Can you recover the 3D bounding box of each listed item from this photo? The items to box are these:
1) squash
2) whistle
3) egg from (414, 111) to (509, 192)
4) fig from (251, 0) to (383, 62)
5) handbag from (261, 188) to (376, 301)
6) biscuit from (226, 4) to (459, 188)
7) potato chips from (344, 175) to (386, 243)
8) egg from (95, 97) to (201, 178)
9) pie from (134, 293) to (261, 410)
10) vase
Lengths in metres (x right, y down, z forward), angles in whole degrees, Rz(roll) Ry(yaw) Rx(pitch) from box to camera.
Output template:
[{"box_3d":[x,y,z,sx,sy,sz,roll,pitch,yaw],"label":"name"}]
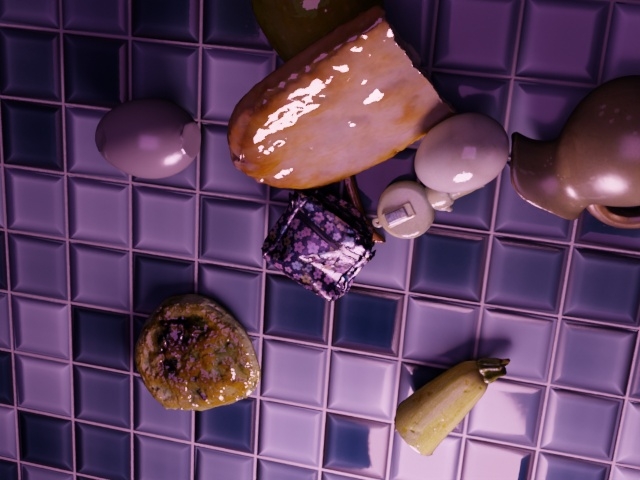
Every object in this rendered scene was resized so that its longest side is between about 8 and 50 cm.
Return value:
[{"box_3d":[0.292,0.336,2.061,0.137,0.137,0.287,40,102,-1],"label":"squash"},{"box_3d":[0.224,-0.083,1.948,0.258,0.067,0.126,-24,99,19],"label":"whistle"},{"box_3d":[0.276,-0.171,1.828,0.209,0.151,0.151,-22,102,44],"label":"egg"},{"box_3d":[0.008,-0.442,1.788,0.258,0.258,0.326,-12,117,19],"label":"fig"},{"box_3d":[0.000,0.000,2.000,0.229,0.127,0.207,35,116,-1],"label":"handbag"},{"box_3d":[0.035,-0.243,1.787,0.446,0.429,0.104,-30,65,23],"label":"biscuit"},{"box_3d":[0.086,-0.080,2.008,0.037,0.026,0.203,-22,101,16],"label":"potato chips"},{"box_3d":[-0.379,-0.223,2.001,0.232,0.176,0.176,8,110,14],"label":"egg"},{"box_3d":[-0.302,0.274,2.211,0.323,0.070,0.323,4,108,14],"label":"pie"},{"box_3d":[0.567,-0.136,1.771,0.302,0.240,0.329,-29,122,34],"label":"vase"}]
